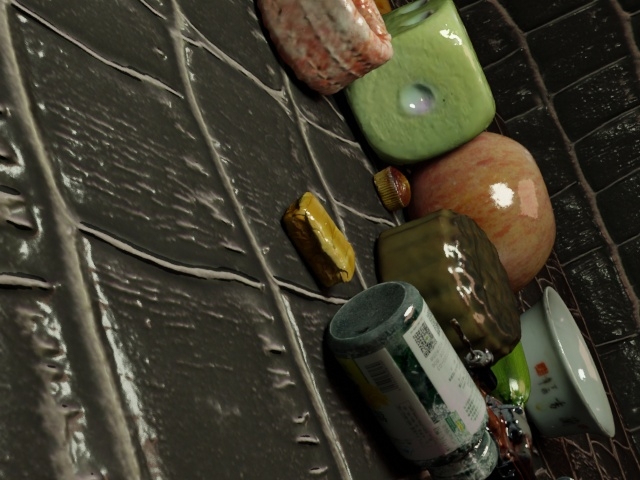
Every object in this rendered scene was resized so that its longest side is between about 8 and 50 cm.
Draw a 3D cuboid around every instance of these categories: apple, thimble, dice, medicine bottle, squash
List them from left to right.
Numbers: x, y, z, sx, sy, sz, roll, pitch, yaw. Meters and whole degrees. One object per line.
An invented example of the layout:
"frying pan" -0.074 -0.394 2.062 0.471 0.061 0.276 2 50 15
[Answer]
"thimble" 0.008 -0.375 1.692 0.239 0.162 0.239 52 21 -29
"dice" 0.183 -0.308 1.910 0.250 0.252 0.254 -79 145 -65
"medicine bottle" 0.135 0.205 1.341 0.293 0.141 0.141 57 21 -21
"apple" 0.329 -0.052 1.970 0.345 0.269 0.345 53 21 -31
"squash" 0.355 0.220 1.968 0.101 0.101 0.379 53 19 -32

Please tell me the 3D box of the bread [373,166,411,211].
"bread" 0.139 -0.099 1.855 0.085 0.053 0.085 52 23 -33

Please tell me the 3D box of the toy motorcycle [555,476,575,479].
"toy motorcycle" 0.524 0.629 1.879 0.212 0.125 0.358 0 66 -67

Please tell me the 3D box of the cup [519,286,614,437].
"cup" 0.494 0.288 2.153 0.347 0.163 0.347 51 24 -34

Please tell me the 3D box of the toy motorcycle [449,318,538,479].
"toy motorcycle" 0.249 0.277 1.569 0.401 0.134 0.207 53 22 -35

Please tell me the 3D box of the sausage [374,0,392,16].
"sausage" 0.113 -0.460 2.163 0.109 0.109 0.270 54 21 -28

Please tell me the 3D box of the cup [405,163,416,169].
"cup" 0.233 -0.218 2.124 0.136 0.133 0.099 -22 96 -28

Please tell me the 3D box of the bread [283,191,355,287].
"bread" 0.000 0.000 1.371 0.132 0.053 0.074 58 20 -14

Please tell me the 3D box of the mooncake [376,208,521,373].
"mooncake" 0.224 0.090 1.688 0.290 0.161 0.290 49 25 -34
